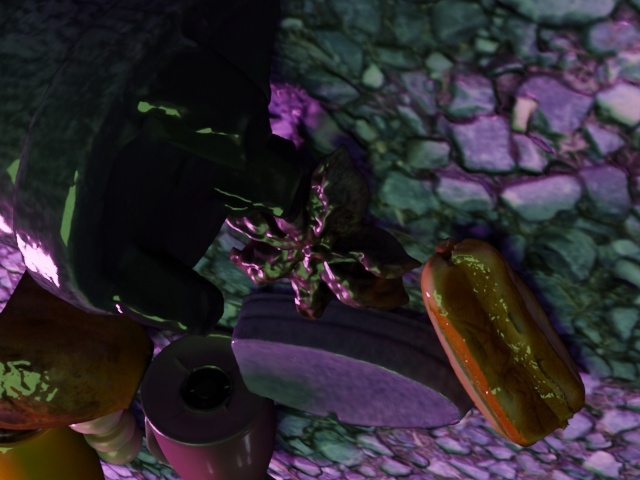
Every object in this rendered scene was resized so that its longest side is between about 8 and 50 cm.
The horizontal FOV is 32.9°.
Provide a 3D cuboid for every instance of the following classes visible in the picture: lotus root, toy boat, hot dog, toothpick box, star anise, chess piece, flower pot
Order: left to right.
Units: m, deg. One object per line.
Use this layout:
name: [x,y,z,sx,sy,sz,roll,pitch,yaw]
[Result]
toothpick box: [-0.405,0.302,1.524,0.175,0.175,0.271,15,137,17]
lotus root: [-0.291,0.145,1.272,0.180,0.188,0.199,18,140,-3]
chess piece: [-0.286,0.239,1.454,0.094,0.094,0.170,11,147,21]
flower pot: [-0.151,-0.098,0.844,0.283,0.299,0.299,27,143,18]
star anise: [-0.015,-0.001,1.014,0.197,0.073,0.212,-14,123,38]
toy boat: [0.040,0.126,1.122,0.283,0.078,0.127,9,135,25]
hot dog: [0.167,0.097,1.005,0.249,0.102,0.076,54,177,-26]

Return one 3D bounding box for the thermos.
thermos: [-0.132,0.236,1.305,0.176,0.146,0.265,14,145,13]
